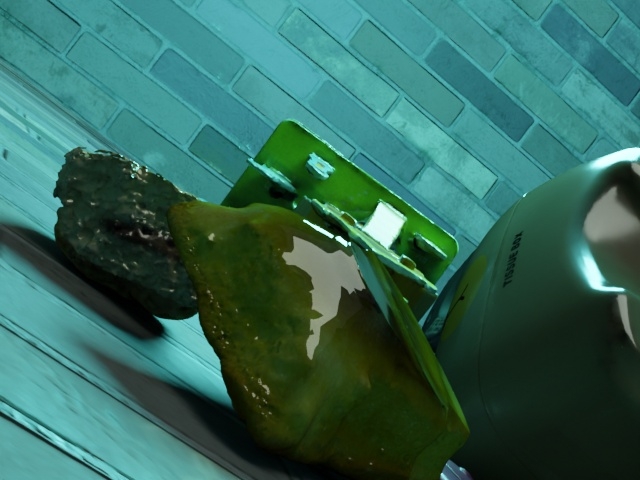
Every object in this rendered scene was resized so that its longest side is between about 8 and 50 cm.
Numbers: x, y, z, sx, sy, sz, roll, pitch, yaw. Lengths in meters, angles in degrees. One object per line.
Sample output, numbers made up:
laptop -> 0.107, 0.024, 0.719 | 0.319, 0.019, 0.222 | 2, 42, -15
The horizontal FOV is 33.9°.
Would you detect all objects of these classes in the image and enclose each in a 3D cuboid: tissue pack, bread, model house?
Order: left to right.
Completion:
bread -> -0.113, 0.000, 0.678 | 0.125, 0.082, 0.106 | 27, -11, 0
model house -> 0.000, 0.000, 1.419 | 0.357, 0.242, 0.313 | 39, 2, 1
bread -> 0.012, 0.062, 0.619 | 0.233, 0.088, 0.161 | 41, 27, -57
tissue pack -> 0.262, 0.113, 1.042 | 0.267, 0.277, 0.387 | 41, 39, -13

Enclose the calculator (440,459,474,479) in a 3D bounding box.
calculator -> 0.099, 0.189, 0.784 | 0.190, 0.034, 0.126 | 38, -2, 38

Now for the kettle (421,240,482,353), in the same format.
kettle -> 0.294, 0.152, 1.361 | 0.308, 0.203, 0.262 | 37, -35, -4
